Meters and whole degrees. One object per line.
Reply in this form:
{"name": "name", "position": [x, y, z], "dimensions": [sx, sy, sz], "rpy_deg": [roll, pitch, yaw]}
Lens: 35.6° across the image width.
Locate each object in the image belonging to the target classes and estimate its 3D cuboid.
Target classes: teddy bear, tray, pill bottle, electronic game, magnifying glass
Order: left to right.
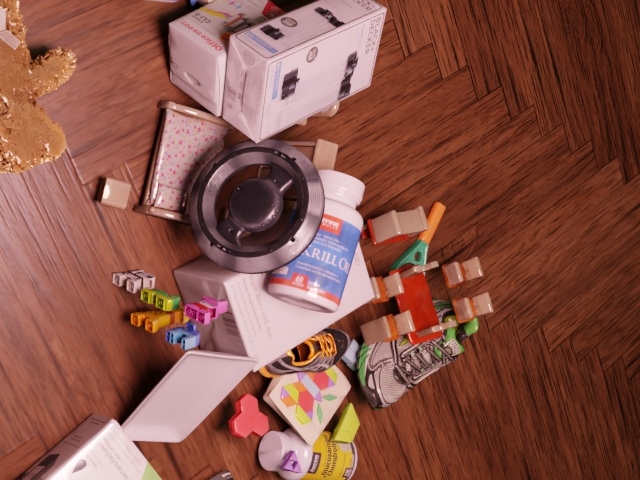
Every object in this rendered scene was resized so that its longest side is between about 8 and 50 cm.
{"name": "teddy bear", "position": [-0.494, -0.264, 1.481], "dimensions": [0.245, 0.113, 0.338], "rpy_deg": [-41, 111, -35]}
{"name": "tray", "position": [-0.235, 0.261, 1.692], "dimensions": [0.145, 0.030, 0.270], "rpy_deg": [11, 134, -39]}
{"name": "electronic game", "position": [-0.105, -0.057, 1.621], "dimensions": [0.048, 0.229, 0.229], "rpy_deg": [50, 60, -70]}
{"name": "pill bottle", "position": [-0.025, 0.415, 1.926], "dimensions": [0.184, 0.103, 0.103], "rpy_deg": [17, 85, -39]}
{"name": "pill bottle", "position": [0.000, 0.000, 1.659], "dimensions": [0.124, 0.124, 0.222], "rpy_deg": [25, 76, -38]}
{"name": "magnifying glass", "position": [0.208, 0.025, 2.109], "dimensions": [0.092, 0.026, 0.231], "rpy_deg": [35, 74, -36]}

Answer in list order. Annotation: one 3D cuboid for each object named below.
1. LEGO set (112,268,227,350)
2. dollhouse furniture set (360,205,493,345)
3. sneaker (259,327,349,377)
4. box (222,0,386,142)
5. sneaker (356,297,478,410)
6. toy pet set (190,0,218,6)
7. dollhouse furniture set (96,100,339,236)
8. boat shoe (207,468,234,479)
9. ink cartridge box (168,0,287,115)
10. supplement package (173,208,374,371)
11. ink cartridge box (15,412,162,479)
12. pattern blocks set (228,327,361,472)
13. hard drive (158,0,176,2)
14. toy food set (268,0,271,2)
{"name": "LEGO set", "position": [-0.239, 0.116, 1.660], "dimensions": [0.093, 0.227, 0.087], "rpy_deg": [-14, 117, -48]}
{"name": "dollhouse furniture set", "position": [0.172, 0.073, 1.958], "dimensions": [0.262, 0.135, 0.259], "rpy_deg": [-10, 80, -33]}
{"name": "sneaker", "position": [-0.017, 0.204, 1.842], "dimensions": [0.215, 0.083, 0.084], "rpy_deg": [-12, 78, -44]}
{"name": "box", "position": [-0.025, -0.299, 1.671], "dimensions": [0.290, 0.087, 0.169], "rpy_deg": [-31, 147, -38]}
{"name": "sneaker", "position": [0.196, 0.217, 2.014], "dimensions": [0.343, 0.146, 0.134], "rpy_deg": [-42, 117, -40]}
{"name": "toy pet set", "position": [-0.202, -0.403, 1.722], "dimensions": [0.122, 0.065, 0.114], "rpy_deg": [-41, 153, -22]}
{"name": "dollhouse furniture set", "position": [-0.160, -0.168, 1.699], "dimensions": [0.355, 0.173, 0.303], "rpy_deg": [14, 87, -39]}
{"name": "boat shoe", "position": [-0.252, 0.478, 1.787], "dimensions": [0.233, 0.084, 0.079], "rpy_deg": [-13, 66, -30]}
{"name": "ink cartridge box", "position": [-0.151, -0.321, 1.686], "dimensions": [0.176, 0.128, 0.127], "rpy_deg": [-36, 150, -31]}
{"name": "supplement package", "position": [-0.079, 0.078, 1.793], "dimensions": [0.293, 0.175, 0.178], "rpy_deg": [-30, 112, -32]}
{"name": "ink cartridge box", "position": [-0.397, 0.446, 1.611], "dimensions": [0.273, 0.114, 0.198], "rpy_deg": [-42, 108, -26]}
{"name": "pattern blocks set", "position": [-0.025, 0.280, 1.883], "dimensions": [0.285, 0.026, 0.325], "rpy_deg": [40, 51, -26]}
{"name": "hard drive", "position": [-0.362, -0.473, 1.471], "dimensions": [0.318, 0.040, 0.210], "rpy_deg": [-3, 95, -32]}
{"name": "toy food set", "position": [-0.102, -0.403, 1.811], "dimensions": [0.078, 0.019, 0.122], "rpy_deg": [-51, 123, -22]}
